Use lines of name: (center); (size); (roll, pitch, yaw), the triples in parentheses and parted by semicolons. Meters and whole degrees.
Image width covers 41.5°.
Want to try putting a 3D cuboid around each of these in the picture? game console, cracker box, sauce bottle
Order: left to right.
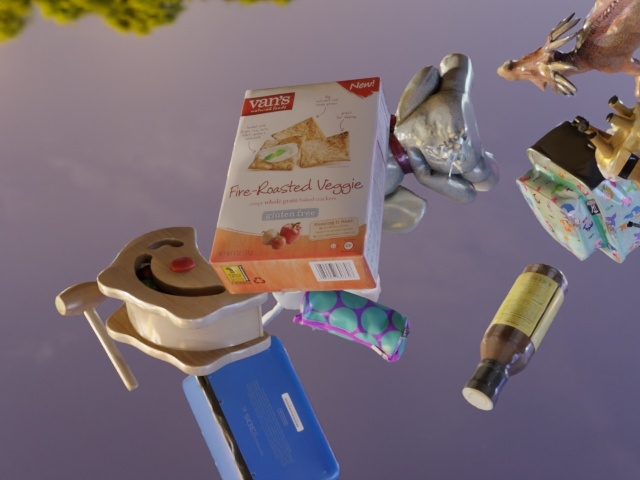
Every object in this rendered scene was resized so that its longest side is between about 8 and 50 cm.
game console: (-0.121, 0.354, 1.606); (0.250, 0.293, 0.173); (-26, 173, 4)
cracker box: (-0.014, -0.061, 0.881); (0.156, 0.067, 0.232); (-3, -125, 15)
sauce bottle: (0.403, 0.198, 1.767); (0.111, 0.111, 0.344); (19, -126, 32)

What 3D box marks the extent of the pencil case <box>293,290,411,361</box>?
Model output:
pencil case: (0.045, 0.110, 1.144); (0.152, 0.064, 0.070); (21, -127, 8)

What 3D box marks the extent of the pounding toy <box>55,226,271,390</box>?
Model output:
pounding toy: (-0.174, 0.088, 1.019); (0.269, 0.154, 0.154); (18, -144, 31)

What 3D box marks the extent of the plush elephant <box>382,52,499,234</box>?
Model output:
plush elephant: (0.161, -0.166, 1.551); (0.255, 0.271, 0.330); (-13, -166, 23)

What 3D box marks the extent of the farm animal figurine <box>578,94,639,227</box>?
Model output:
farm animal figurine: (0.473, -0.121, 0.908); (0.172, 0.326, 0.330); (25, -150, -21)

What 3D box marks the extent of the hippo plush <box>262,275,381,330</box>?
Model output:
hippo plush: (0.000, 0.000, 1.553); (0.234, 0.294, 0.236); (4, -120, 5)

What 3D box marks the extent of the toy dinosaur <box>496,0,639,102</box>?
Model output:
toy dinosaur: (0.385, -0.283, 1.101); (0.200, 0.295, 0.127); (3, -133, -31)

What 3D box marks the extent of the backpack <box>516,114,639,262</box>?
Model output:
backpack: (0.511, -0.075, 1.596); (0.191, 0.253, 0.225); (-44, -151, 4)
